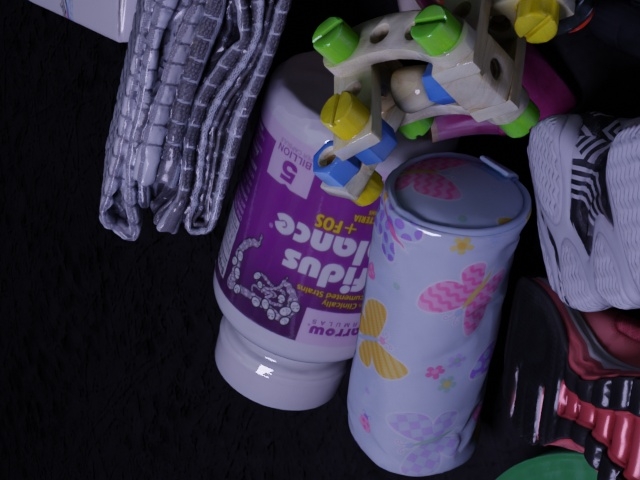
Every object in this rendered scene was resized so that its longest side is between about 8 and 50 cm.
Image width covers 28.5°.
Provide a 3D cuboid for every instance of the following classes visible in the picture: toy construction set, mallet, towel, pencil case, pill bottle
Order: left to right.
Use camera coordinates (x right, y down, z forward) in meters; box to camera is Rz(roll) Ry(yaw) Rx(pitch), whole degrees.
[{"bbox_3d":[-0.101,-0.153,1.065,0.235,0.121,0.284,-113,36,-71],"label":"towel"},{"bbox_3d":[0.000,0.000,1.114,0.169,0.169,0.301,44,130,35],"label":"pill bottle"},{"bbox_3d":[0.094,0.064,1.020,0.113,0.124,0.273,50,145,44],"label":"pencil case"},{"bbox_3d":[0.088,-0.198,0.921,0.215,0.151,0.328,-17,63,39],"label":"toy construction set"},{"bbox_3d":[0.249,-0.212,0.868,0.062,0.039,0.190,45,127,36],"label":"mallet"}]

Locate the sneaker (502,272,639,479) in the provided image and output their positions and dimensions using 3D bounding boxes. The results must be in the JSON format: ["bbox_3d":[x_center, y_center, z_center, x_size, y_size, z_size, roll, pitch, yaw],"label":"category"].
[{"bbox_3d":[0.234,0.114,0.911,0.314,0.136,0.116,-131,46,-65],"label":"sneaker"}]

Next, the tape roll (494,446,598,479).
[{"bbox_3d":[0.245,0.310,0.969,0.321,0.077,0.321,16,111,47],"label":"tape roll"}]

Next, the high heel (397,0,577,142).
[{"bbox_3d":[0.124,-0.193,1.020,0.082,0.117,0.244,76,-176,-61],"label":"high heel"}]

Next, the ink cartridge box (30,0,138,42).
[{"bbox_3d":[-0.185,-0.308,1.260,0.232,0.171,0.168,29,121,44],"label":"ink cartridge box"}]

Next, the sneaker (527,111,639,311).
[{"bbox_3d":[0.268,-0.030,0.817,0.366,0.210,0.137,-153,54,-84],"label":"sneaker"}]
